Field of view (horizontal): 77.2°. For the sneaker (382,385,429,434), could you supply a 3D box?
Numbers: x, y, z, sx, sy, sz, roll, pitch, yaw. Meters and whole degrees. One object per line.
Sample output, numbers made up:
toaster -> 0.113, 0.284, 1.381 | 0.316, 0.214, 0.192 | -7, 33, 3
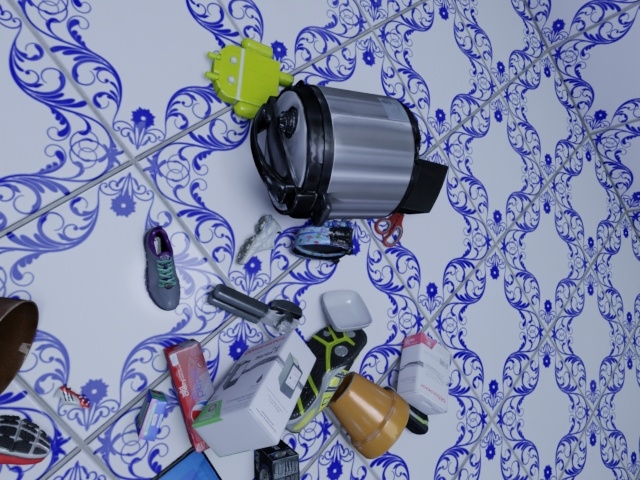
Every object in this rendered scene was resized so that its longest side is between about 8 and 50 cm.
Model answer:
sneaker -> 0.288, 0.559, 1.365 | 0.234, 0.084, 0.097 | 50, 41, -16

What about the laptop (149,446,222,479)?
laptop -> -0.318, 0.696, 0.970 | 0.234, 0.264, 0.136 | -33, 137, -27

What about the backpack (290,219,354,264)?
backpack -> 0.000, 0.000, 1.221 | 0.174, 0.158, 0.116 | 5, 73, -16

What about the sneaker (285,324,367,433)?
sneaker -> 0.001, 0.397, 1.201 | 0.385, 0.145, 0.147 | -37, 140, -35

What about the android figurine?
android figurine -> -0.211, -0.486, 1.213 | 0.273, 0.056, 0.247 | 11, 79, -29

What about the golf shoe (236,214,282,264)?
golf shoe -> -0.172, 0.011, 1.172 | 0.086, 0.069, 0.176 | 42, 68, -24

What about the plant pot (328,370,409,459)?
plant pot -> 0.130, 0.508, 1.214 | 0.188, 0.205, 0.205 | 43, 66, -1

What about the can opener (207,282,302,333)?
can opener -> -0.183, 0.193, 1.151 | 0.281, 0.074, 0.093 | 26, 38, -25

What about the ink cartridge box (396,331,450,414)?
ink cartridge box -> 0.350, 0.448, 1.349 | 0.159, 0.092, 0.217 | 38, 44, -20

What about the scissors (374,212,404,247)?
scissors -> 0.299, -0.098, 1.465 | 0.109, 0.021, 0.297 | 46, 63, -7

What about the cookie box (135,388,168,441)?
cookie box -> -0.409, 0.419, 0.970 | 0.040, 0.107, 0.091 | 23, 74, -25

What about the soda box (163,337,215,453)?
soda box -> -0.322, 0.393, 1.029 | 0.084, 0.092, 0.263 | -16, 92, -30

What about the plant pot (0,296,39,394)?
plant pot -> -0.734, 0.190, 0.781 | 0.231, 0.215, 0.215 | 18, 76, -11

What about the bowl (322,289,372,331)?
bowl -> 0.078, 0.227, 1.261 | 0.142, 0.053, 0.141 | -3, 47, -27

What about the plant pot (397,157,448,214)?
plant pot -> 0.300, -0.181, 1.380 | 0.188, 0.188, 0.166 | 8, 87, -22

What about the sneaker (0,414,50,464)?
sneaker -> -0.718, 0.434, 0.824 | 0.279, 0.107, 0.118 | 18, 95, -23

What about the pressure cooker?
pressure cooker -> 0.015, -0.242, 1.118 | 0.421, 0.370, 0.374 | -2, 106, -26

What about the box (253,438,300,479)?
box -> -0.119, 0.650, 1.079 | 0.078, 0.147, 0.179 | 1, 85, -29

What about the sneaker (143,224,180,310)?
sneaker -> -0.404, 0.072, 1.018 | 0.083, 0.098, 0.223 | -14, 91, -29

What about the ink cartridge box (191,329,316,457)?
ink cartridge box -> -0.153, 0.372, 1.000 | 0.114, 0.199, 0.273 | 55, 29, -12

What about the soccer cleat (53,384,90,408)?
soccer cleat -> -0.577, 0.371, 0.932 | 0.083, 0.029, 0.035 | 43, 75, -14
